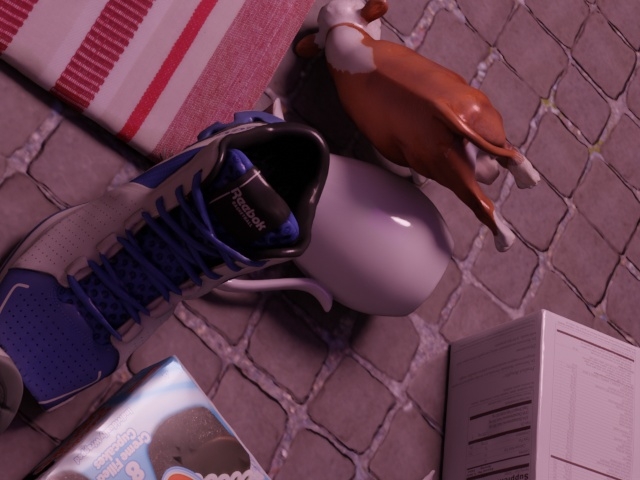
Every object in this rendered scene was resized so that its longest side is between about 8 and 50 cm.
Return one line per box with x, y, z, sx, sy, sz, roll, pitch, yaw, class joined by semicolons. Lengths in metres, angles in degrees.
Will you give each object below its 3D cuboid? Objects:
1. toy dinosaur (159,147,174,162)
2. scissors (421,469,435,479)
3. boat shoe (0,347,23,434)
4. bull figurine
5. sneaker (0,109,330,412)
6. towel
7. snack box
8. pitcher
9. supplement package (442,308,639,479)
-0.108;-0.037;1.294;0.047;0.082;0.090;8;47;-32;toy dinosaur
0.013;0.289;1.306;0.109;0.021;0.297;41;55;-16;scissors
-0.368;0.082;1.050;0.320;0.103;0.118;5;115;-33;boat shoe
0.091;-0.116;1.397;0.101;0.310;0.188;-43;121;4;bull figurine
-0.113;-0.006;1.170;0.315;0.182;0.127;-39;99;-18;sneaker
-0.175;-0.226;1.307;0.329;0.037;0.237;35;76;-21;towel
-0.168;0.257;1.156;0.187;0.060;0.322;53;51;-9;snack box
0.000;0.000;1.352;0.207;0.125;0.178;33;75;-11;pitcher
0.203;0.210;1.405;0.139;0.134;0.244;22;61;-29;supplement package
